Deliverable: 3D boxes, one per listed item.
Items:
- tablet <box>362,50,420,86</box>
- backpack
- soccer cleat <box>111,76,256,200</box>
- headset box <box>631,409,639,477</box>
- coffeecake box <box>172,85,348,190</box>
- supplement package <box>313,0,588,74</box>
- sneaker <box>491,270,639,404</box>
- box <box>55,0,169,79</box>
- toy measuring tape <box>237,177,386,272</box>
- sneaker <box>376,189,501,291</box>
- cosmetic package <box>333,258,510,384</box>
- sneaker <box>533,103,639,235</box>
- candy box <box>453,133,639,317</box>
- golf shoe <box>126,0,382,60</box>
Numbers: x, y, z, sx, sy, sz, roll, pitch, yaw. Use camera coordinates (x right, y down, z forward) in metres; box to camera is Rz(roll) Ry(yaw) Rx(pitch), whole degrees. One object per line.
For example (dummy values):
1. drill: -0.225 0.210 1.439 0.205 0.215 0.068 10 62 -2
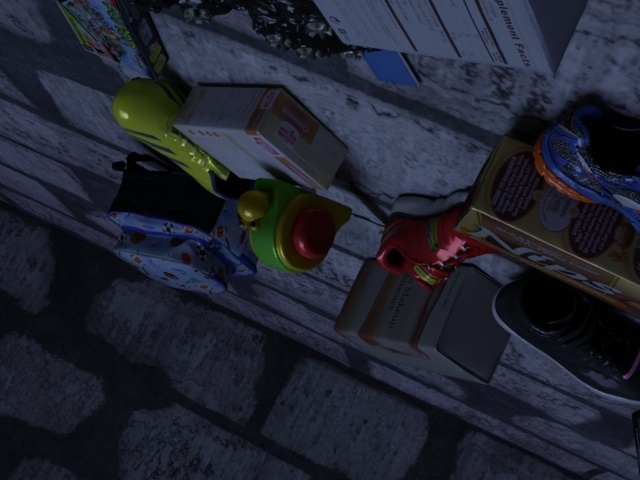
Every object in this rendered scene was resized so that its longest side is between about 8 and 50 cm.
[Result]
1. tablet: 0.063 -0.182 0.894 0.054 0.006 0.083 17 162 36
2. backpack: -0.222 -0.015 1.621 0.276 0.213 0.263 14 172 32
3. soccer cleat: -0.179 -0.139 1.275 0.121 0.093 0.289 40 -179 33
4. headset box: 0.553 0.252 1.155 0.218 0.110 0.293 -3 162 3
5. coffeecake box: -0.080 -0.136 1.183 0.185 0.068 0.142 12 161 46
6. supplement package: 0.086 -0.195 0.609 0.179 0.105 0.105 16 162 35
7. sneaker: 0.378 0.139 1.243 0.295 0.105 0.147 29 171 11
8. box: -0.261 -0.277 1.086 0.114 0.036 0.207 24 165 11
9. toy measuring tape: 0.000 0.000 1.264 0.121 0.121 0.330 14 177 41
10. sneaker: 0.169 0.012 1.152 0.107 0.118 0.279 33 165 -23
11. cosmetic package: 0.169 0.127 1.492 0.129 0.153 0.296 34 163 -27
12. sneaker: 0.297 -0.051 0.789 0.221 0.083 0.087 23 160 8
13. candy box: 0.302 0.010 0.922 0.316 0.088 0.183 26 176 5
14. golf shoe: -0.030 -0.225 0.744 0.272 0.120 0.105 10 173 -40
